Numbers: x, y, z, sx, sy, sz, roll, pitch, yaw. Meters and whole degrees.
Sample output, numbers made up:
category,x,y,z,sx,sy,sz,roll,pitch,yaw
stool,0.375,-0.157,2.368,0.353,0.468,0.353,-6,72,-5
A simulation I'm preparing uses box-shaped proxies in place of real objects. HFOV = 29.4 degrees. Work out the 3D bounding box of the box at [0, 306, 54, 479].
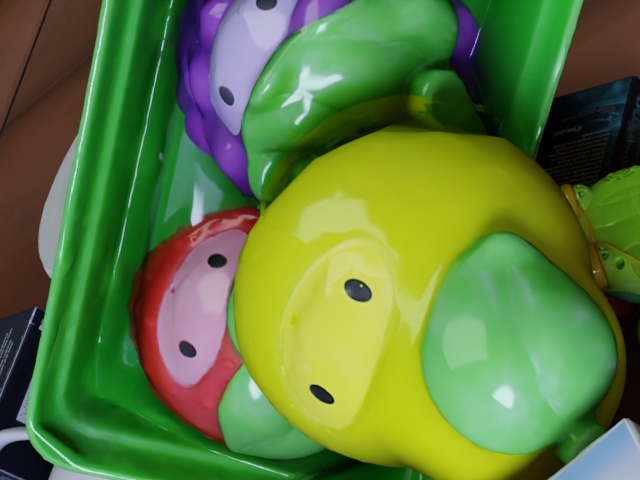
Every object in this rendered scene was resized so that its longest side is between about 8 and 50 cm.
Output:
category,x,y,z,sx,sy,sz,roll,pitch,yaw
box,-0.303,0.163,1.184,0.158,0.093,0.156,-16,49,47

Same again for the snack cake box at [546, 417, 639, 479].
category,x,y,z,sx,sy,sz,roll,pitch,yaw
snack cake box,0.089,0.211,0.505,0.264,0.152,0.089,-45,29,20

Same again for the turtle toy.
category,x,y,z,sx,sy,sz,roll,pitch,yaw
turtle toy,0.178,0.010,0.654,0.095,0.066,0.130,-20,43,13

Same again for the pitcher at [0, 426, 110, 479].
category,x,y,z,sx,sy,sz,roll,pitch,yaw
pitcher,-0.166,0.180,0.902,0.207,0.125,0.178,-46,75,25

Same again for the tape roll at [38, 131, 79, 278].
category,x,y,z,sx,sy,sz,roll,pitch,yaw
tape roll,-0.153,-0.068,1.183,0.286,0.100,0.286,-36,36,31

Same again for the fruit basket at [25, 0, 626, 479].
category,x,y,z,sx,sy,sz,roll,pitch,yaw
fruit basket,0.000,0.000,0.650,0.392,0.283,0.392,-167,90,-87

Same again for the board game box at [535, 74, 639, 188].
category,x,y,z,sx,sy,sz,roll,pitch,yaw
board game box,0.127,-0.032,0.811,0.186,0.026,0.126,-11,53,51
